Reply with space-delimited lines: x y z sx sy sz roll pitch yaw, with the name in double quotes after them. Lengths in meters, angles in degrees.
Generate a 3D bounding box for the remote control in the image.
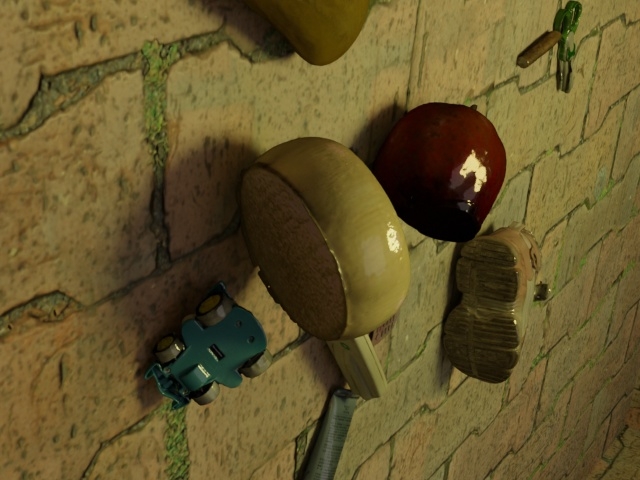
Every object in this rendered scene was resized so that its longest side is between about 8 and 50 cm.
0.055 0.200 1.545 0.049 0.090 0.230 -50 145 -20 "remote control"

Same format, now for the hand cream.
0.013 0.390 1.631 0.088 0.055 0.256 24 86 -51 "hand cream"

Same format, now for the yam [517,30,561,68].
0.446 -0.390 1.841 0.145 0.032 0.032 -40 139 -36 "yam"

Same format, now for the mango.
-0.018 -0.345 1.072 0.195 0.142 0.332 -62 156 -2 "mango"

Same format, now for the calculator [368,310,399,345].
0.098 0.145 1.641 0.166 0.024 0.103 -16 122 -55 "calculator"

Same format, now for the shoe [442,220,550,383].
0.390 0.132 1.936 0.198 0.172 0.350 -31 135 -49 "shoe"

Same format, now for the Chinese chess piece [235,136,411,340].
0.000 0.000 1.172 0.112 0.270 0.270 -27 132 -24 "Chinese chess piece"

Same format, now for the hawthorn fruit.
0.203 -0.128 1.469 0.249 0.215 0.215 -56 146 -16 "hawthorn fruit"

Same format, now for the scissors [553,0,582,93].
0.536 -0.414 1.966 0.101 0.027 0.204 -41 137 -33 "scissors"

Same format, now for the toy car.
-0.154 0.143 1.216 0.161 0.098 0.126 -36 115 0 "toy car"
